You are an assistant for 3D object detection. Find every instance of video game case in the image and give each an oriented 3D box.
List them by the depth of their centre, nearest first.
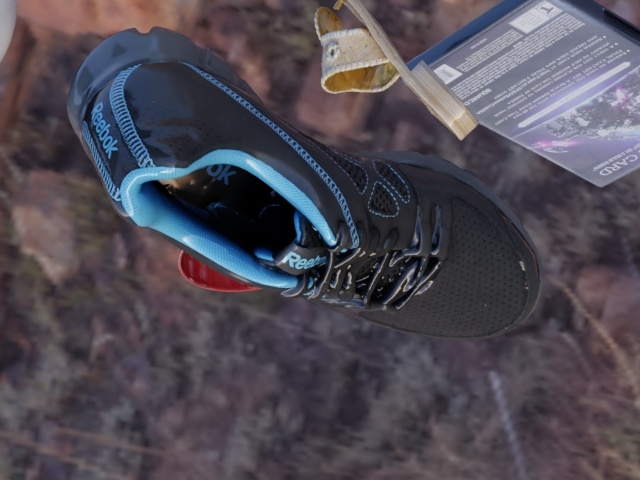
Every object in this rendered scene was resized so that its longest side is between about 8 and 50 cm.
[{"bbox_3d":[0.243,-0.145,1.662,0.196,0.274,0.026,-30,47,44],"label":"video game case"}]

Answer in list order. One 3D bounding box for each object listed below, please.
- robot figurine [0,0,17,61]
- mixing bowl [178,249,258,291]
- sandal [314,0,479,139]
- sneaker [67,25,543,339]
[{"bbox_3d":[-0.388,-0.174,1.369,0.300,0.353,0.200,28,142,51],"label":"robot figurine"},{"bbox_3d":[-0.059,-0.036,1.679,0.181,0.181,0.098,-38,56,35],"label":"mixing bowl"},{"bbox_3d":[0.037,-0.157,1.566,0.079,0.088,0.240,-43,60,3],"label":"sandal"},{"bbox_3d":[0.000,0.000,1.064,0.125,0.341,0.139,-56,28,22],"label":"sneaker"}]
